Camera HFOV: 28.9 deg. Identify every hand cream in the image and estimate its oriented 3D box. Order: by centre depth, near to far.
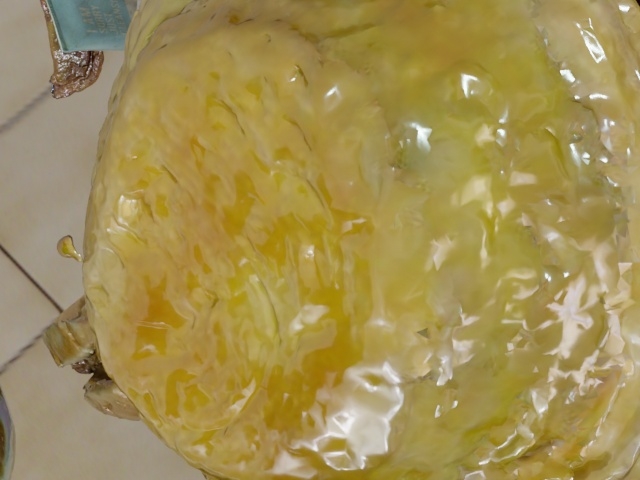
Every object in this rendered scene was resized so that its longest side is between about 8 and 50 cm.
[{"bbox_3d":[-0.278,-0.302,1.691,0.070,0.312,0.111,-18,89,21],"label":"hand cream"}]

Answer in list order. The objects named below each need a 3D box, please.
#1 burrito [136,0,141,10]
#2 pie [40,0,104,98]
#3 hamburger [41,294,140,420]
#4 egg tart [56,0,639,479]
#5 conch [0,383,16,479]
[{"bbox_3d":[-0.068,-0.241,0.945,0.139,0.101,0.445,4,88,17],"label":"burrito"},{"bbox_3d":[-0.351,-0.277,1.779,0.088,0.191,0.033,12,45,7],"label":"pie"},{"bbox_3d":[-0.094,0.041,1.085,0.144,0.259,0.283,48,65,-4],"label":"hamburger"},{"bbox_3d":[0.000,0.000,0.502,0.128,0.319,0.319,-19,70,-52],"label":"egg tart"},{"bbox_3d":[-0.394,0.239,1.042,0.197,0.249,0.368,33,81,41],"label":"conch"}]
